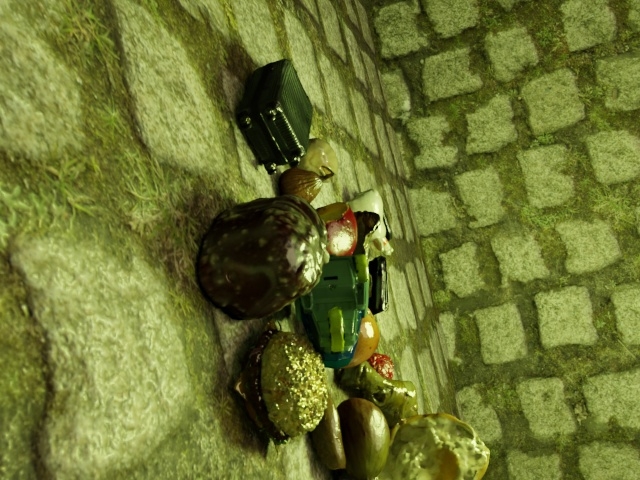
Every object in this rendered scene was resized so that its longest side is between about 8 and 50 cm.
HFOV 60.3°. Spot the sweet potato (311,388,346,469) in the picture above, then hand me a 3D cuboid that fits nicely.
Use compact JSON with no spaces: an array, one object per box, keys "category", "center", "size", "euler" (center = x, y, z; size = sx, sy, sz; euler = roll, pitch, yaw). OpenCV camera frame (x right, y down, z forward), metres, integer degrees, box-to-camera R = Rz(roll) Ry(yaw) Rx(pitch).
[{"category":"sweet potato","center":[0.006,0.437,1.350],"size":[0.077,0.077,0.244],"euler":[32,40,-64]}]

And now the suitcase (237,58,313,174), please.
[{"category":"suitcase","center":[-0.116,-0.337,1.471],"size":[0.312,0.128,0.202],"euler":[-83,151,-48]}]

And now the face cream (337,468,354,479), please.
[{"category":"face cream","center":[0.098,0.596,1.480],"size":[0.283,0.073,0.073],"euler":[-52,125,-67]}]

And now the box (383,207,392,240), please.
[{"category":"box","center":[0.227,-0.102,2.276],"size":[0.201,0.042,0.212],"euler":[70,-14,-14]}]

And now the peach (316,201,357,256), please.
[{"category":"peach","center":[0.023,-0.005,1.509],"size":[0.267,0.158,0.154],"euler":[-35,120,-53]}]

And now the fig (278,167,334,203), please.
[{"category":"fig","center":[-0.044,-0.155,1.545],"size":[0.119,0.152,0.119],"euler":[160,-90,-79]}]

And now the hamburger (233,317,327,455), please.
[{"category":"hamburger","center":[-0.063,0.292,1.143],"size":[0.262,0.138,0.243],"euler":[-75,146,-54]}]

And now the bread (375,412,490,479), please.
[{"category":"bread","center":[0.255,0.673,1.521],"size":[0.361,0.250,0.394],"euler":[-45,158,-23]}]

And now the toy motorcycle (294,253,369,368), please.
[{"category":"toy motorcycle","center":[0.027,0.176,1.288],"size":[0.327,0.191,0.200],"euler":[-95,-177,-59]}]

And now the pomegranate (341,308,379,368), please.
[{"category":"pomegranate","center":[0.062,0.249,1.473],"size":[0.191,0.191,0.191],"euler":[-15,90,-71]}]

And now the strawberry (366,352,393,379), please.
[{"category":"strawberry","center":[0.210,0.449,1.896],"size":[0.192,0.085,0.141],"euler":[37,40,-64]}]

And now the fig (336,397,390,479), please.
[{"category":"fig","center":[0.108,0.531,1.367],"size":[0.145,0.170,0.274],"euler":[10,40,-22]}]

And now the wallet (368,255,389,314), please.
[{"category":"wallet","center":[0.142,0.157,1.696],"size":[0.318,0.045,0.173],"euler":[129,-37,-70]}]

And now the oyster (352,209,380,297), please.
[{"category":"oyster","center":[0.102,0.091,1.597],"size":[0.221,0.096,0.362],"euler":[162,-64,-73]}]

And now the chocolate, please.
[{"category":"chocolate","center":[-0.091,0.021,1.160],"size":[0.340,0.210,0.225],"euler":[-59,130,-65]}]

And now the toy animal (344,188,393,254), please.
[{"category":"toy animal","center":[0.189,-0.059,2.147],"size":[0.140,0.138,0.283],"euler":[-39,121,-61]}]

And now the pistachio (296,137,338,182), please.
[{"category":"pistachio","center":[-0.011,-0.247,1.719],"size":[0.152,0.126,0.223],"euler":[44,5,25]}]

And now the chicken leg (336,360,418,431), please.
[{"category":"chicken leg","center":[0.176,0.469,1.688],"size":[0.429,0.201,0.153],"euler":[49,15,-38]}]
